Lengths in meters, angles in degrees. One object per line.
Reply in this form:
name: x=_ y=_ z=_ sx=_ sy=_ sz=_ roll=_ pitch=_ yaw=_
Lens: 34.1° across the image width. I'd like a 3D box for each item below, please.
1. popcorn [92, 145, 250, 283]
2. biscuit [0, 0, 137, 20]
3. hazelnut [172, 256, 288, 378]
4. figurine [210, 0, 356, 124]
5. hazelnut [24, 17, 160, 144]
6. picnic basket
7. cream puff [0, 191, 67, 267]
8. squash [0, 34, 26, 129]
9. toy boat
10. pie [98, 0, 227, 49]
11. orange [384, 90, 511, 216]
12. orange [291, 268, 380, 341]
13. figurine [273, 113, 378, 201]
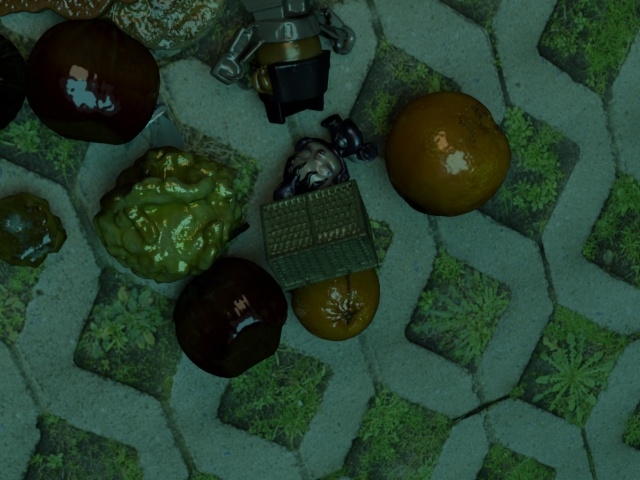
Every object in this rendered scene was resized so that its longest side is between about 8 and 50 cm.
popcorn: x=-0.267 y=-0.052 z=1.903 sx=0.293 sy=0.293 sz=0.237 roll=-36 pitch=99 yaw=-3
biscuit: x=-0.434 y=-0.476 z=1.780 sx=0.333 sy=0.047 sz=0.202 roll=1 pitch=106 yaw=-3
hazelnut: x=-0.173 y=0.149 z=2.039 sx=0.218 sy=0.218 sz=0.234 roll=40 pitch=99 yaw=-25
figurine: x=-0.064 y=-0.358 z=1.918 sx=0.308 sy=0.143 sz=0.309 roll=-4 pitch=107 yaw=-15
hazelnut: x=-0.396 y=-0.276 z=1.796 sx=0.229 sy=0.229 sz=0.230 roll=-6 pitch=110 yaw=-16
picnic basket: x=0.000 y=0.000 z=1.978 sx=0.196 sy=0.134 sz=0.154 roll=-16 pitch=148 yaw=6
cream puff: x=-0.538 y=-0.019 z=1.908 sx=0.146 sy=0.116 sz=0.146 roll=0 pitch=90 yaw=-1
squash: x=-0.593 y=-0.267 z=1.774 sx=0.193 sy=0.156 sz=0.193 roll=2 pitch=85 yaw=-28
toy boat: x=-0.296 y=-0.200 z=1.956 sx=0.149 sy=0.034 sz=0.105 roll=18 pitch=105 yaw=-22
pie: x=-0.290 y=-0.472 z=1.854 sx=0.274 sy=0.055 sz=0.274 roll=-4 pitch=105 yaw=-14
orange: x=0.243 y=-0.168 z=2.031 sx=0.246 sy=0.246 sz=0.246 roll=-6 pitch=110 yaw=-16
orange: x=0.034 y=0.110 z=2.103 sx=0.193 sy=0.161 sz=0.193 roll=-9 pitch=110 yaw=-26
figurine: x=-0.004 y=-0.133 z=2.036 sx=0.222 sy=0.145 sz=0.145 roll=-42 pitch=116 yaw=-5
